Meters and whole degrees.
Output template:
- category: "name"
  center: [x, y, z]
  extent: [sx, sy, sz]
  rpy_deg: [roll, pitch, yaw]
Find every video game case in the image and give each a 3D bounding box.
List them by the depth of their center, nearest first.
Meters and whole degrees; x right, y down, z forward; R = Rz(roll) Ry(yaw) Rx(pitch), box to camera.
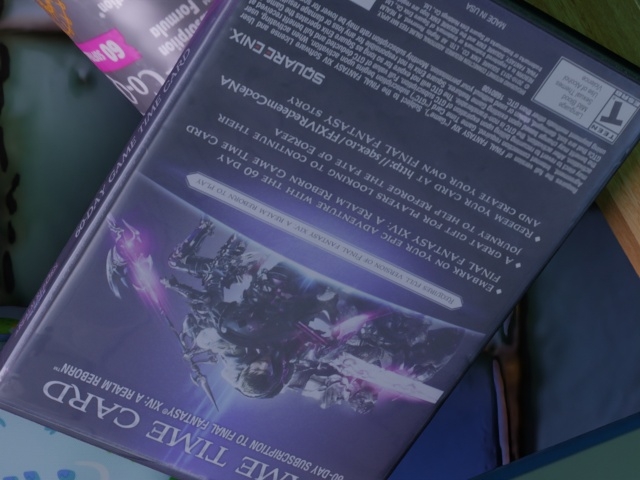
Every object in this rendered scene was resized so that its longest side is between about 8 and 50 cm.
- category: "video game case"
  center: [0.000, 0.000, 0.728]
  extent: [0.196, 0.026, 0.274]
  rpy_deg: [25, 112, -23]

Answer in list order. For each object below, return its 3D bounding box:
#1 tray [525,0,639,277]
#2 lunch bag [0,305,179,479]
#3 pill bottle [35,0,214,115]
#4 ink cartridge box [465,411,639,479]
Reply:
- category: "tray"
  center: [0.150, -0.130, 0.820]
  extent: [0.076, 0.203, 0.411]
  rpy_deg: [-24, 109, 30]
- category: "lunch bag"
  center: [-0.173, 0.121, 0.796]
  extent: [0.219, 0.090, 0.176]
  rpy_deg: [-1, 97, -19]
- category: "pill bottle"
  center: [-0.014, -0.103, 0.782]
  extent: [0.162, 0.162, 0.278]
  rpy_deg: [-46, 109, -8]
- category: "ink cartridge box"
  center: [0.194, 0.246, 0.799]
  extent: [0.285, 0.166, 0.395]
  rpy_deg: [-19, 140, -15]
